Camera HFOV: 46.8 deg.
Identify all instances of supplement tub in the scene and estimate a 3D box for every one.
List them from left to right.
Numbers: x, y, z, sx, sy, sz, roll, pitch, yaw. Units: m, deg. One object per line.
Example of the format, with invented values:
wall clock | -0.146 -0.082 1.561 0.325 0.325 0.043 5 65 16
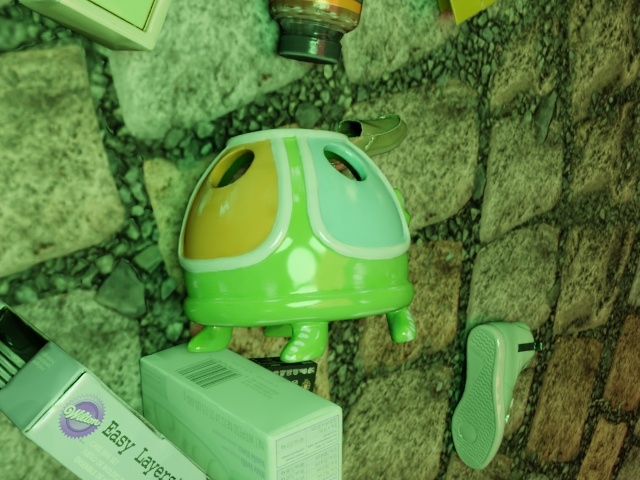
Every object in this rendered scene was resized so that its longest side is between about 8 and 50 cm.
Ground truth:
supplement tub | 0.001 -0.301 0.825 0.106 0.106 0.197 2 99 -43

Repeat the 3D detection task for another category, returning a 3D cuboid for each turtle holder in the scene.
turtle holder | 0.003 -0.001 0.813 0.321 0.243 0.227 -4 89 -24

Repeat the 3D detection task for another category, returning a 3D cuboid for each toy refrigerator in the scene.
toy refrigerator | -0.167 -0.319 0.675 0.102 0.094 0.269 22 86 -44

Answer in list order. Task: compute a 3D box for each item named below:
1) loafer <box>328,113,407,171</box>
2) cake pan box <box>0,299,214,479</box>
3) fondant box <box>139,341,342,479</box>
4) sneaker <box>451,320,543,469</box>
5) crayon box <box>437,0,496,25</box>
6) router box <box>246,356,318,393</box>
loafer | 0.055 -0.134 0.952 0.148 0.056 0.050 -33 128 -32
cake pan box | -0.203 0.166 0.667 0.070 0.246 0.266 -50 130 -21
fondant box | -0.090 0.301 0.810 0.096 0.238 0.330 -14 110 -40
sneaker | 0.310 0.260 1.266 0.151 0.094 0.255 -4 105 -45
crayon box | 0.232 -0.451 1.013 0.318 0.081 0.202 -39 124 -29
router box | -0.065 0.198 0.943 0.123 0.038 0.092 4 99 -43
